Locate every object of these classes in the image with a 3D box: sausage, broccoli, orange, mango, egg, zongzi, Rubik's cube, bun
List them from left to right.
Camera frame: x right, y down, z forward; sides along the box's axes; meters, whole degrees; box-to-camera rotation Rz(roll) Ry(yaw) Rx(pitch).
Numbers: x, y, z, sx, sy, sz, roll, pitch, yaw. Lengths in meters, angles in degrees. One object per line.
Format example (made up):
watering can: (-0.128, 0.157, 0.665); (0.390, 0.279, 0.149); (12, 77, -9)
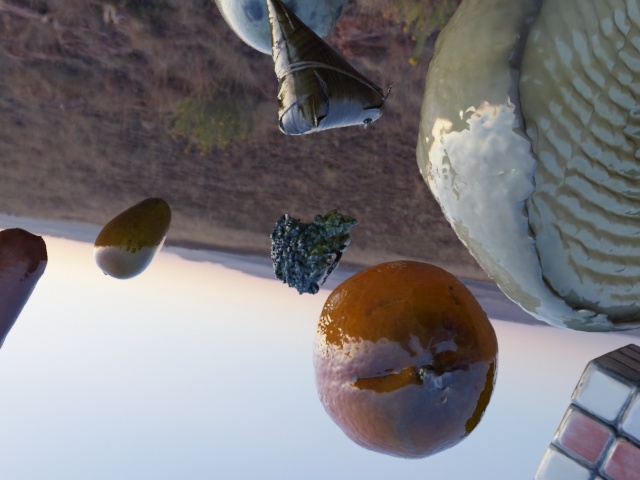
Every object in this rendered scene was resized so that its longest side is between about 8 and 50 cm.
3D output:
sausage: (-0.395, 0.074, 0.735); (0.077, 0.194, 0.077); (26, 173, 3)
mango: (-0.458, -0.001, 1.518); (0.139, 0.175, 0.254); (40, -149, -7)
egg: (-0.092, -0.629, 1.439); (0.344, 0.428, 0.345); (-4, 148, -2)
broccoli: (0.005, -0.011, 1.391); (0.177, 0.199, 0.274); (40, -138, 13)
zongzi: (0.019, -0.317, 1.098); (0.111, 0.241, 0.247); (-4, -171, 45)
orange: (0.096, 0.133, 0.702); (0.224, 0.224, 0.170); (10, 177, -12)
bun: (0.237, -0.099, 0.600); (0.364, 0.365, 0.202); (11, 177, -30)
Rubik's cube: (0.460, 0.316, 0.840); (0.259, 0.253, 0.256); (31, -164, 32)
